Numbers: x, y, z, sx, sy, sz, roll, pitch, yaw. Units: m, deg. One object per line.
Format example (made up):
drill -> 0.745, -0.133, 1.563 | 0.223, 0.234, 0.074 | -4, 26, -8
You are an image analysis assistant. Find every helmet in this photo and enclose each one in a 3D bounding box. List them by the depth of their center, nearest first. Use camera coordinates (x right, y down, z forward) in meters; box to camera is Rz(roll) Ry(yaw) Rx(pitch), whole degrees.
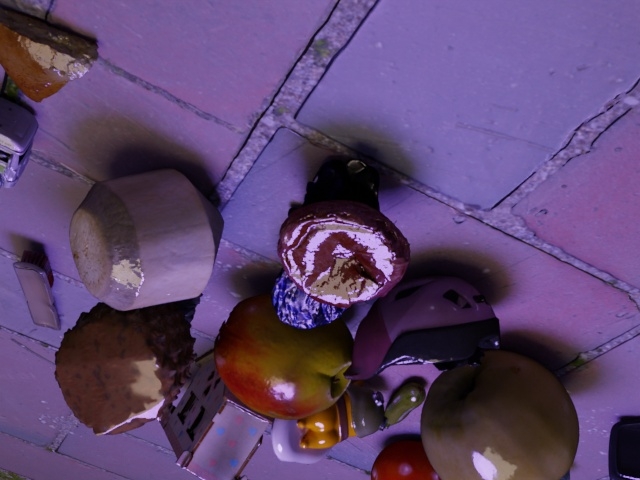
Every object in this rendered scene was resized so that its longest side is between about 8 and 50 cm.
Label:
helmet -> 0.154, 0.132, 1.436 | 0.253, 0.154, 0.198 | -5, 180, 41

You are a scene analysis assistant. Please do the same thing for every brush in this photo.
brush -> -0.530, 0.099, 1.748 | 0.060, 0.050, 0.321 | 15, 153, -4

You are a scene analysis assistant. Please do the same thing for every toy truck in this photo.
toy truck -> -0.531, -0.177, 1.300 | 0.253, 0.114, 0.124 | 25, 134, -15

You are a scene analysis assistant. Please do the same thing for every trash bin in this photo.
trash bin -> 0.635, 0.462, 1.698 | 0.209, 0.182, 0.290 | -2, 137, 24

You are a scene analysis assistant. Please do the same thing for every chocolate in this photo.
chocolate -> 0.003, -0.004, 1.337 | 0.148, 0.126, 0.343 | 49, 149, 22

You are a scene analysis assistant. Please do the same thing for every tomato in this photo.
tomato -> 0.199, 0.502, 1.953 | 0.195, 0.136, 0.195 | 9, 143, 7

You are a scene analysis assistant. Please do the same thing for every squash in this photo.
squash -> 0.159, 0.319, 1.784 | 0.052, 0.052, 0.183 | 18, 147, -4

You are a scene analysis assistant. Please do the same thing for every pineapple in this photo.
pineapple -> -0.281, 0.165, 1.505 | 0.202, 0.362, 0.202 | 2, 102, 10

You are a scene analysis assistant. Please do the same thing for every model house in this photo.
model house -> -0.177, 0.327, 1.801 | 0.169, 0.244, 0.326 | 30, 177, -18

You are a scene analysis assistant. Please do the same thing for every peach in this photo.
peach -> -0.060, 0.192, 1.545 | 0.231, 0.231, 0.231 | 10, 145, 7

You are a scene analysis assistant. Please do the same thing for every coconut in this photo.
coconut -> -0.246, -0.004, 1.362 | 0.222, 0.202, 0.202 | -12, 162, -35

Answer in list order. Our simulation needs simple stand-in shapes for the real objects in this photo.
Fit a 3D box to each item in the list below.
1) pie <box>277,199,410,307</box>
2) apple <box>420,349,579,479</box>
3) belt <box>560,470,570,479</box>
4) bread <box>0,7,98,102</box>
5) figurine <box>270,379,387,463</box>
pie -> 0.029, 0.018, 1.248 | 0.182, 0.050, 0.182 | 6, 131, 7
apple -> 0.298, 0.318, 1.553 | 0.262, 0.262, 0.262 | 10, 145, 7
belt -> 0.440, 0.474, 1.888 | 0.140, 0.058, 0.105 | -3, 145, 23
bread -> -0.377, -0.248, 1.189 | 0.154, 0.054, 0.136 | -20, 129, 37
figurine -> 0.032, 0.343, 1.720 | 0.141, 0.250, 0.167 | 0, 104, 31
